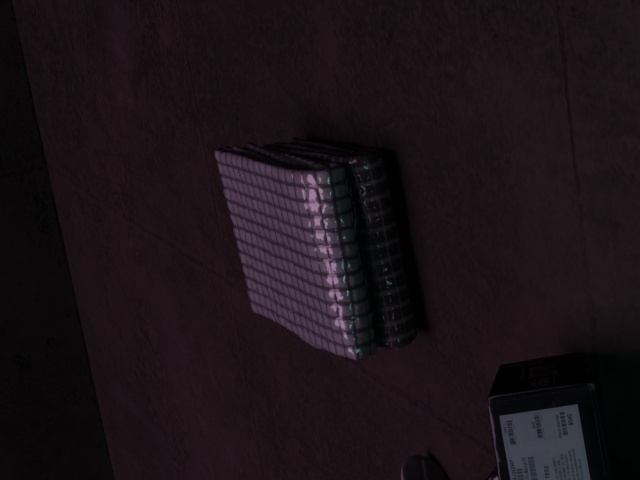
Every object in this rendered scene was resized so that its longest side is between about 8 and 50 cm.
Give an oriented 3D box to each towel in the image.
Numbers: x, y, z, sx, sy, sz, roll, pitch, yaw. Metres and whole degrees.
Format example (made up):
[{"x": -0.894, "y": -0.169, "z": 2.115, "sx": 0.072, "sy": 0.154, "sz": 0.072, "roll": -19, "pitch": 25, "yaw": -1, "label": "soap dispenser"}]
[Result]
[{"x": 0.000, "y": 0.000, "z": 1.893, "sx": 0.284, "sy": 0.121, "sz": 0.235, "roll": 18, "pitch": 123, "yaw": 63, "label": "towel"}]

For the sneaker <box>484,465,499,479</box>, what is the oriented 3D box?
[{"x": 0.209, "y": 0.282, "z": 1.636, "sx": 0.108, "sy": 0.100, "sz": 0.271, "roll": 36, "pitch": 141, "yaw": 19, "label": "sneaker"}]

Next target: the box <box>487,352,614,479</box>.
[{"x": 0.221, "y": 0.302, "z": 1.366, "sx": 0.318, "sy": 0.097, "sz": 0.394, "roll": -8, "pitch": -92, "yaw": -80, "label": "box"}]

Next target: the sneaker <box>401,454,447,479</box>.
[{"x": 0.134, "y": 0.321, "z": 1.879, "sx": 0.152, "sy": 0.054, "sz": 0.061, "roll": 61, "pitch": 158, "yaw": 27, "label": "sneaker"}]
